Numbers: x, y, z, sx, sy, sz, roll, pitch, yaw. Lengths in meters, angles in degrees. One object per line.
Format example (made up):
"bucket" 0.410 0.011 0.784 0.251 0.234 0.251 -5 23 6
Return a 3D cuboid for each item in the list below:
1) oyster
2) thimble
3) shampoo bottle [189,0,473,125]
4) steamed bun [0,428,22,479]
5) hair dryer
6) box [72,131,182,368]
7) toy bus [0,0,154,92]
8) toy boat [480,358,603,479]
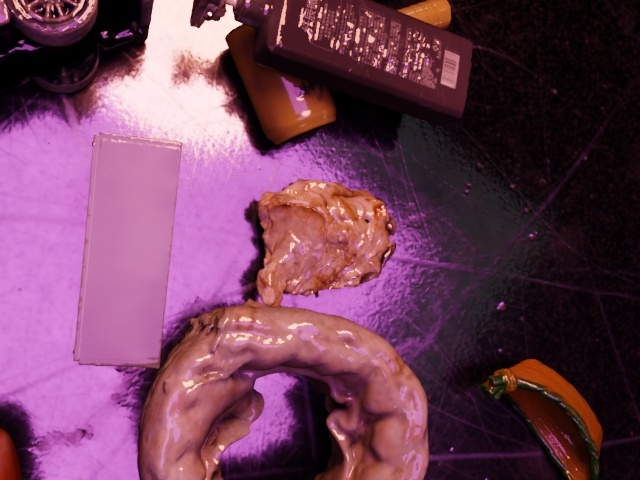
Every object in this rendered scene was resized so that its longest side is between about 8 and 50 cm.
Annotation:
"oyster" 0.000 0.000 0.900 0.163 0.081 0.191 27 69 1
"thimble" -0.050 0.199 0.833 0.292 0.195 0.291 2 82 -16
"shampoo bottle" 0.018 -0.213 0.850 0.310 0.071 0.098 15 79 -25
"steamed bun" -0.387 0.358 0.707 0.235 0.248 0.379 3 87 -14
"hair dryer" 0.040 -0.218 0.941 0.279 0.090 0.135 -24 93 -21
"box" -0.202 0.013 0.835 0.086 0.129 0.225 5 85 -15
"toy bus" -0.402 -0.228 0.752 0.440 0.209 0.249 -27 93 -15
"toy boat" 0.282 0.231 0.972 0.229 0.089 0.088 50 63 -11
